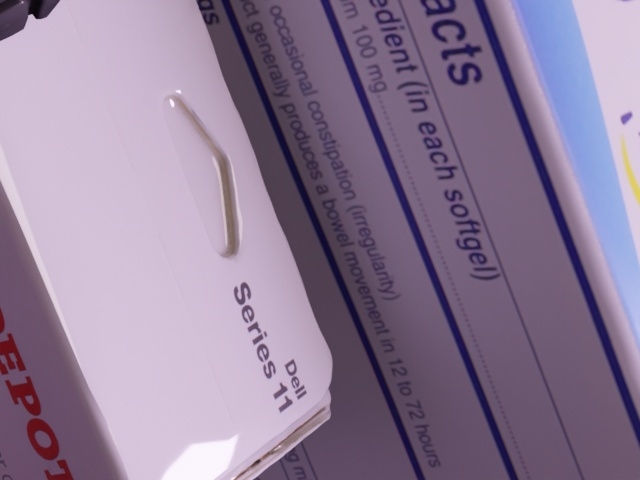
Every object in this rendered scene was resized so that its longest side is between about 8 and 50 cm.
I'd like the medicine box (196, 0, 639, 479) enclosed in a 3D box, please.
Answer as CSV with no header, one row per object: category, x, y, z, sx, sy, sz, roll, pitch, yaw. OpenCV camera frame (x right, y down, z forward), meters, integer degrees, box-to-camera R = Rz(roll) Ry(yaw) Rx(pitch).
medicine box,0.000,0.000,0.577,0.149,0.289,0.263,-37,109,-49

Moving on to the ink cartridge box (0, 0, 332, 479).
ink cartridge box,-0.118,0.008,0.492,0.087,0.208,0.153,-34,106,-50

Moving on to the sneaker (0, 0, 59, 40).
sneaker,-0.156,-0.094,0.311,0.283,0.107,0.124,-11,73,-29
